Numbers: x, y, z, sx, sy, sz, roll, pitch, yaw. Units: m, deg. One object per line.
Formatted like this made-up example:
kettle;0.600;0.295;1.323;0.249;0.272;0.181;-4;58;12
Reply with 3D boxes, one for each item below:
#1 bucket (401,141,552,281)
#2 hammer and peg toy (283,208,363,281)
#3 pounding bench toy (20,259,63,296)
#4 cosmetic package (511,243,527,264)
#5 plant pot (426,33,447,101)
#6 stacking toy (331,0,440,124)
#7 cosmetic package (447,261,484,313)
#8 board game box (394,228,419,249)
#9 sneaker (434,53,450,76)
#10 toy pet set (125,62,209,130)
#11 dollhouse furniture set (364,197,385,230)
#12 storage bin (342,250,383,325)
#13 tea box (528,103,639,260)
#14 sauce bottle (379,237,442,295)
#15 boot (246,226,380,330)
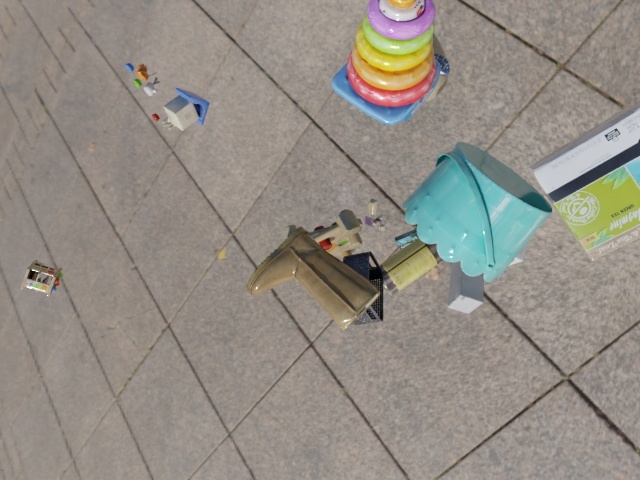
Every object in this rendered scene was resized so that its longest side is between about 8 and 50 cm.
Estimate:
bucket;0.336;-0.071;0.989;0.281;0.281;0.183;48;122;25
hammer and peg toy;0.000;0.000;1.450;0.266;0.361;0.127;-16;69;-9
pounding bench toy;-0.615;0.079;1.024;0.052;0.065;0.083;-64;20;13
cosmetic package;0.655;0.002;1.706;0.151;0.183;0.151;24;72;-6
plant pot;0.433;-0.710;1.959;0.284;0.191;0.284;-42;24;23
stacking toy;0.124;-0.348;0.738;0.166;0.302;0.175;36;75;13
cosmetic package;0.586;0.158;1.834;0.107;0.127;0.237;15;60;-3
board game box;0.393;0.001;1.739;0.186;0.126;0.026;-23;37;22
sneaker;0.312;-0.503;1.305;0.052;0.058;0.135;-38;66;-18
toy pet set;-0.254;-0.250;0.788;0.114;0.122;0.065;35;68;24
dollhouse furniture set;0.240;-0.113;1.818;0.091;0.081;0.114;28;131;35
storage bin;0.119;0.135;1.290;0.084;0.122;0.180;-12;48;22
tea box;0.862;-0.172;1.359;0.329;0.220;0.323;-35;89;24
sauce bottle;0.338;0.045;1.492;0.344;0.111;0.111;-33;69;1
boot;-0.026;0.125;1.158;0.269;0.089;0.236;43;92;16
